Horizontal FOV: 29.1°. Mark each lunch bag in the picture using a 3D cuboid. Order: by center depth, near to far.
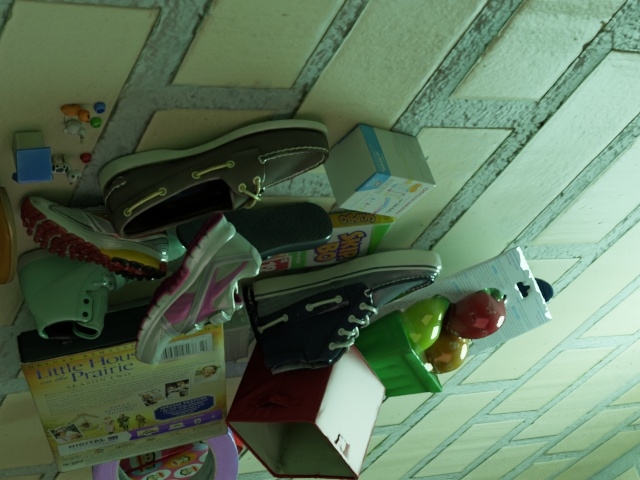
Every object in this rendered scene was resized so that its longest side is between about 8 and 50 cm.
[{"bbox_3d":[-0.288,0.447,2.535,0.258,0.120,0.293,-19,152,-2],"label":"lunch bag"}]

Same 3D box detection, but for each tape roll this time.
[{"bbox_3d":[-0.297,0.415,2.342,0.275,0.090,0.275,-4,113,-10],"label":"tape roll"}]

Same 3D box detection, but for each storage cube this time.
[{"bbox_3d":[-0.022,0.287,2.157,0.184,0.193,0.215,-5,136,31],"label":"storage cube"}]

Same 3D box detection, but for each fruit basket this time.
[{"bbox_3d":[0.232,0.142,2.273,0.353,0.165,0.327,-29,146,6],"label":"fruit basket"}]

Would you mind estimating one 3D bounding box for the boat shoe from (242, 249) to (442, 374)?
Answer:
[{"bbox_3d":[0.046,0.125,2.056,0.340,0.158,0.127,-13,160,9],"label":"boat shoe"}]

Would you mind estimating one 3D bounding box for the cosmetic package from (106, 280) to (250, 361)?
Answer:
[{"bbox_3d":[-0.242,0.155,2.052,0.238,0.107,0.127,-9,150,-13],"label":"cosmetic package"}]

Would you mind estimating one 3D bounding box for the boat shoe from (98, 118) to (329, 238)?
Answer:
[{"bbox_3d":[-0.135,-0.083,1.683,0.324,0.096,0.116,-13,152,-11],"label":"boat shoe"}]

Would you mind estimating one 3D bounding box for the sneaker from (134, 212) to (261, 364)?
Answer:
[{"bbox_3d":[-0.173,0.087,1.745,0.111,0.103,0.252,34,110,-11],"label":"sneaker"}]

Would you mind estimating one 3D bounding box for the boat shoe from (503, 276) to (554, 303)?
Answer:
[{"bbox_3d":[0.363,0.113,2.407,0.183,0.066,0.066,-5,156,-6],"label":"boat shoe"}]

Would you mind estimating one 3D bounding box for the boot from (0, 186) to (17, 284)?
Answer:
[{"bbox_3d":[-0.524,0.030,1.637,0.211,0.104,0.295,-5,154,-26],"label":"boot"}]

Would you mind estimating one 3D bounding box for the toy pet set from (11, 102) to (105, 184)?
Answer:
[{"bbox_3d":[-0.328,-0.108,1.549,0.114,0.065,0.122,-6,150,-24],"label":"toy pet set"}]

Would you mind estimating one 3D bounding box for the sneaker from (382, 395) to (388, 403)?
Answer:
[{"bbox_3d":[0.017,0.318,2.524,0.270,0.090,0.145,-22,155,11],"label":"sneaker"}]

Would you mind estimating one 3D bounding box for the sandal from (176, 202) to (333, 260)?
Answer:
[{"bbox_3d":[-0.098,-0.004,1.852,0.254,0.097,0.054,-2,148,-31],"label":"sandal"}]

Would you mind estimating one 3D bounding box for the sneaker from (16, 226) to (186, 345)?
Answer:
[{"bbox_3d":[-0.303,0.071,1.801,0.256,0.151,0.094,-14,151,-12],"label":"sneaker"}]

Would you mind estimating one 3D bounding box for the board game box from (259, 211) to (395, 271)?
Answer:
[{"bbox_3d":[0.000,0.000,1.994,0.259,0.039,0.124,-8,152,-26],"label":"board game box"}]

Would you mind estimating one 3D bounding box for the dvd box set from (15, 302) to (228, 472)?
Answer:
[{"bbox_3d":[-0.306,0.239,1.991,0.308,0.062,0.420,-12,149,-10],"label":"dvd box set"}]

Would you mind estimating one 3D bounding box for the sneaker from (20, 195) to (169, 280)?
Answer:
[{"bbox_3d":[-0.314,-0.017,1.722,0.225,0.092,0.088,23,153,-33],"label":"sneaker"}]

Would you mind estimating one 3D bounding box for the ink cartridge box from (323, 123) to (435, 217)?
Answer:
[{"bbox_3d":[0.092,-0.099,1.805,0.143,0.090,0.092,9,142,-41],"label":"ink cartridge box"}]
